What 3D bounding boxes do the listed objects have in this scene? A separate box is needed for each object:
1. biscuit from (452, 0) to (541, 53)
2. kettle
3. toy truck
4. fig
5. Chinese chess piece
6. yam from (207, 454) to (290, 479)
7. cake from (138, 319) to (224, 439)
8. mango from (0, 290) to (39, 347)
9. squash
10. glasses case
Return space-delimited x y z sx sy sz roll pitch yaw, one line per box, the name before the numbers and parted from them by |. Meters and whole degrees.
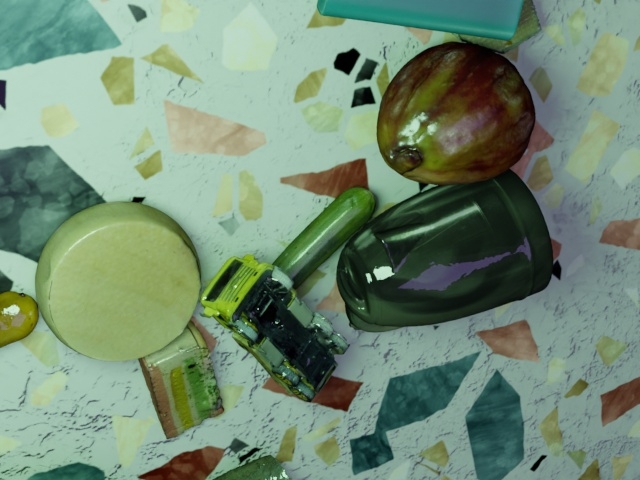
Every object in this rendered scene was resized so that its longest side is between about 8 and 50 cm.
biscuit | 0.251 -0.403 1.849 0.147 0.046 0.250 -33 123 -7
kettle | 0.177 0.050 1.956 0.324 0.228 0.321 -18 154 -15
toy truck | -0.081 0.138 1.884 0.124 0.157 0.272 -55 134 -18
fig | 0.205 -0.191 1.839 0.263 0.224 0.224 -12 119 -15
Chinese chess piece | -0.305 0.061 1.790 0.251 0.097 0.251 -10 117 -21
yam | -0.142 0.446 2.050 0.183 0.107 0.107 -22 121 -11
cake | -0.232 0.224 1.939 0.109 0.090 0.225 -24 140 -15
mango | -0.473 0.124 1.764 0.114 0.060 0.080 -41 121 3
squash | 0.000 0.000 1.921 0.229 0.066 0.066 -45 124 2
glasses case | 0.153 -0.372 1.763 0.301 0.070 0.117 5 119 -12
